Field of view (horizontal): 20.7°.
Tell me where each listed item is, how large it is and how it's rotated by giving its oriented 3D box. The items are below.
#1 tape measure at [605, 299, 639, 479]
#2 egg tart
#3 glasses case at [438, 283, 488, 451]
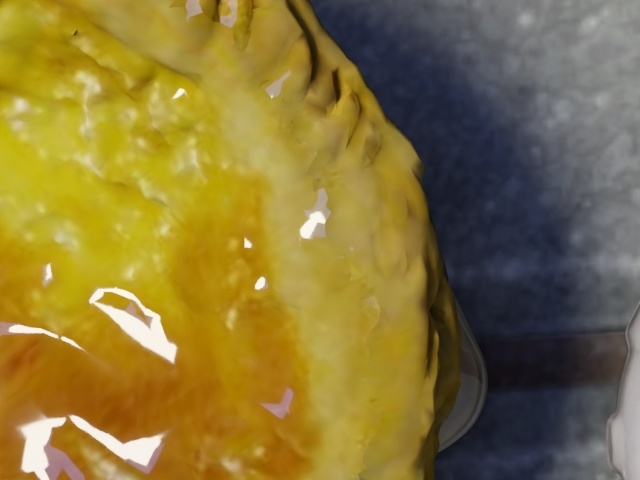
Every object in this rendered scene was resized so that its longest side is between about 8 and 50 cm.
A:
[{"bbox_3d":[0.209,0.068,0.651,0.236,0.120,0.197,-41,82,1],"label":"tape measure"},{"bbox_3d":[-0.169,0.027,0.660,0.443,0.178,0.443,3,116,5],"label":"egg tart"},{"bbox_3d":[0.000,0.000,0.743,0.081,0.051,0.204,-31,79,14],"label":"glasses case"}]
